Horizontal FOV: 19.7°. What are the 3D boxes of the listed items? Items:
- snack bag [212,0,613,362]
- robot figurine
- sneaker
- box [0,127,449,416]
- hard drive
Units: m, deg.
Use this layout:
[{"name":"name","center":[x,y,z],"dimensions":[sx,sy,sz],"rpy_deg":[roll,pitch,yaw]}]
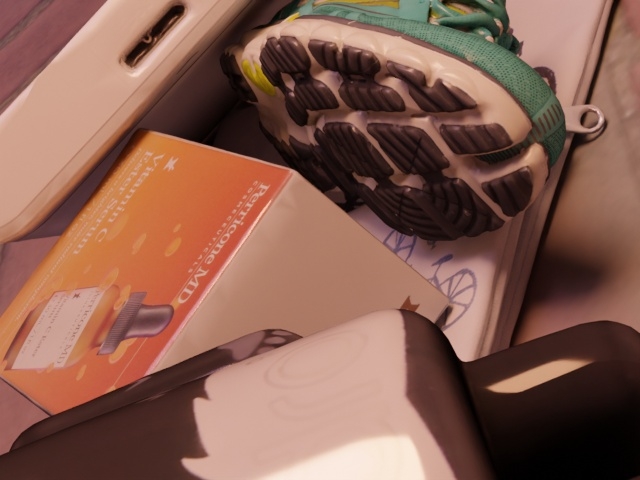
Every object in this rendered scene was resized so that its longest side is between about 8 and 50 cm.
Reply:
[{"name":"snack bag","center":[0.000,0.000,0.889],"dimensions":[0.323,0.037,0.342],"rpy_deg":[-24,33,44]},{"name":"robot figurine","center":[-0.019,0.125,0.516],"dimensions":[0.278,0.173,0.209],"rpy_deg":[-22,3,3]},{"name":"sneaker","center":[0.035,-0.079,0.781],"dimensions":[0.110,0.107,0.275],"rpy_deg":[-40,20,-6]},{"name":"box","center":[-0.051,0.037,0.766],"dimensions":[0.130,0.091,0.170],"rpy_deg":[-55,26,-9]},{"name":"hard drive","center":[-0.070,-0.098,0.976],"dimensions":[0.233,0.047,0.353],"rpy_deg":[-47,1,2]}]
